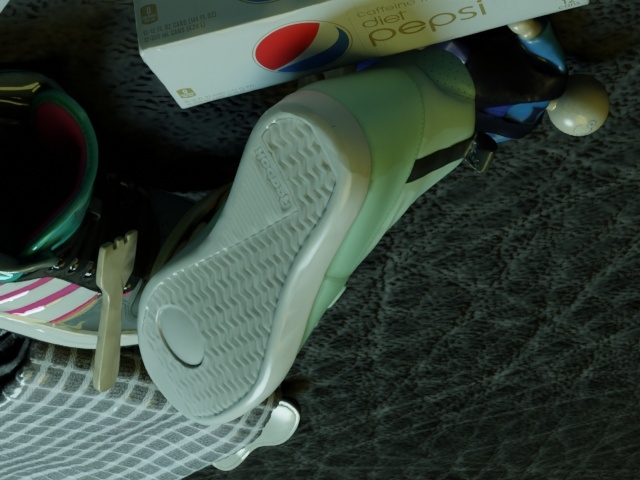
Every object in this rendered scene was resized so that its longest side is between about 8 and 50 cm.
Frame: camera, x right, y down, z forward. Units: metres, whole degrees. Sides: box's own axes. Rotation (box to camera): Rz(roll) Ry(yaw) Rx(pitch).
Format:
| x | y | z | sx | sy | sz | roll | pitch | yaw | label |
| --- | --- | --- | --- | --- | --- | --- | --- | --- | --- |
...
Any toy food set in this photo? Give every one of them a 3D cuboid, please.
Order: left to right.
| x | y | z | sx | sy | sz | roll | pitch | yaw | label |
| --- | --- | --- | --- | --- | --- | --- | --- | --- | --- |
| -0.055 | 0.017 | 1.062 | 0.192 | 0.038 | 0.132 | -33 | 144 | -42 | toy food set |

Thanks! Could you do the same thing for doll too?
| x | y | z | sx | sy | sz | roll | pitch | yaw | label |
| --- | --- | --- | --- | --- | --- | --- | --- | --- | --- |
| 0.083 | -0.086 | 1.039 | 0.189 | 0.046 | 0.129 | 2 | 142 | -23 | doll |

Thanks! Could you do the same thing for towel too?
| x | y | z | sx | sy | sz | roll | pitch | yaw | label |
| --- | --- | --- | --- | --- | --- | --- | --- | --- | --- |
| -0.202 | 0.121 | 1.319 | 0.235 | 0.121 | 0.283 | 15 | 147 | -42 | towel |

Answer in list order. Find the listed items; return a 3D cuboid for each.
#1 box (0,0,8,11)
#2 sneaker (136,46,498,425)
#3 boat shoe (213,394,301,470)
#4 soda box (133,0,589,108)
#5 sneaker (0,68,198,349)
| x | y | z | sx | sy | sz | roll | pitch | yaw | label |
| --- | --- | --- | --- | --- | --- | --- | --- | --- | --- |
| -0.280 | -0.125 | 0.729 | 0.262 | 0.127 | 0.231 | 7 | 151 | -30 | box |
| 0.001 | 0.000 | 0.975 | 0.151 | 0.094 | 0.256 | -29 | 161 | -44 | sneaker |
| -0.055 | 0.162 | 1.564 | 0.046 | 0.038 | 0.125 | 42 | 134 | -6 | boat shoe |
| 0.017 | -0.134 | 0.877 | 0.216 | 0.074 | 0.069 | -14 | 156 | 11 | soda box |
| -0.146 | -0.018 | 1.037 | 0.295 | 0.124 | 0.178 | 6 | 162 | -28 | sneaker |
